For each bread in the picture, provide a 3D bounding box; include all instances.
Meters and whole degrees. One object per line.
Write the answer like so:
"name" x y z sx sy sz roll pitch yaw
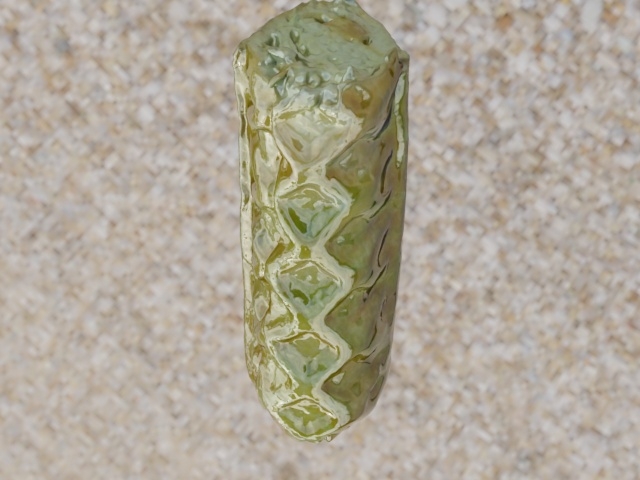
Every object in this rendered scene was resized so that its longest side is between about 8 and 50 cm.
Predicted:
"bread" 0.000 0.001 0.861 0.098 0.087 0.269 -120 24 -48
